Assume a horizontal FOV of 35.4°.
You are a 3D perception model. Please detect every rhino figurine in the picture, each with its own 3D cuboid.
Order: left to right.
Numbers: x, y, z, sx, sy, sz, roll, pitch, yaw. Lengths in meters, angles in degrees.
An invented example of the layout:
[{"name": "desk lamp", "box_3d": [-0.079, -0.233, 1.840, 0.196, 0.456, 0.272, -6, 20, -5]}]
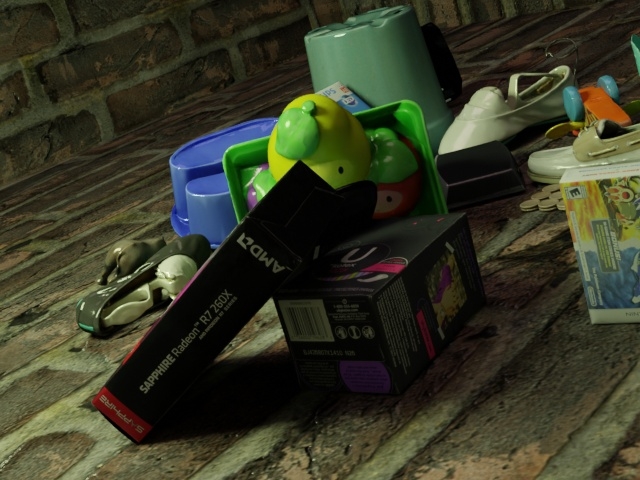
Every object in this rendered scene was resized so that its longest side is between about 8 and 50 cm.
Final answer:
[{"name": "rhino figurine", "box_3d": [-0.336, 0.041, 1.899, 0.073, 0.106, 0.243, 33, 13, 13]}]

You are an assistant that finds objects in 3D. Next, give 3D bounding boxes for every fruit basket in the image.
[{"name": "fruit basket", "box_3d": [0.019, -0.105, 1.734, 0.391, 0.283, 0.392, -15, 3, 1]}]

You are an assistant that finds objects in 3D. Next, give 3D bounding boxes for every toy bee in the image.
[{"name": "toy bee", "box_3d": [0.551, -0.259, 2.013, 0.195, 0.162, 0.298, -2, 46, 15]}]

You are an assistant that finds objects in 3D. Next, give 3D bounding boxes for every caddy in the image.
[{"name": "caddy", "box_3d": [-0.153, -0.108, 2.093, 0.341, 0.179, 0.241, -20, 40, -14]}]

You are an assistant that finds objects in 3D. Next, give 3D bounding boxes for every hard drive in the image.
[{"name": "hard drive", "box_3d": [0.300, -0.133, 1.956, 0.171, 0.054, 0.255, -14, 18, 7]}]

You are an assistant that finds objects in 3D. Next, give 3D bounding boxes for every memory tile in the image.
[{"name": "memory tile", "box_3d": [0.430, -0.074, 1.735, 0.148, 0.012, 0.113, 1, 24, 45]}]

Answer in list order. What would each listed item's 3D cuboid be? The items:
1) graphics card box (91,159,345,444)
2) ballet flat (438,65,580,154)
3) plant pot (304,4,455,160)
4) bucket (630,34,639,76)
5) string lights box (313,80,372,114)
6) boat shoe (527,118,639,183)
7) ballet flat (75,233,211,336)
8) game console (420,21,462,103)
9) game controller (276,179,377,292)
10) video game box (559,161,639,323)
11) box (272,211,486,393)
[{"name": "graphics card box", "box_3d": [-0.133, 0.078, 1.328, 0.371, 0.094, 0.233, -47, 3, 27]}, {"name": "ballet flat", "box_3d": [0.405, -0.288, 2.180, 0.400, 0.139, 0.139, -22, 18, -27]}, {"name": "plant pot", "box_3d": [0.125, -0.334, 2.262, 0.341, 0.334, 0.341, -16, 18, 5]}, {"name": "bucket", "box_3d": [0.755, -0.335, 1.955, 0.281, 0.183, 0.281, -15, 18, 5]}, {"name": "string lights box", "box_3d": [0.082, -0.203, 2.067, 0.133, 0.259, 0.077, -35, -19, -44]}, {"name": "boat shoe", "box_3d": [0.508, -0.166, 1.791, 0.302, 0.103, 0.113, -3, 22, 36]}, {"name": "ballet flat", "box_3d": [-0.296, 0.089, 1.777, 0.280, 0.095, 0.096, -34, 33, -19]}, {"name": "game console", "box_3d": [0.186, -0.409, 2.665, 0.361, 0.213, 0.044, -26, 17, 8]}, {"name": "game controller", "box_3d": [0.000, 0.000, 1.547, 0.166, 0.067, 0.319, -30, -16, -15]}, {"name": "video game box", "box_3d": [0.402, 0.004, 1.210, 0.187, 0.205, 0.048, -7, 24, 30]}, {"name": "box", "box_3d": [0.087, 0.078, 1.362, 0.165, 0.143, 0.270, -3, 21, 36]}]
